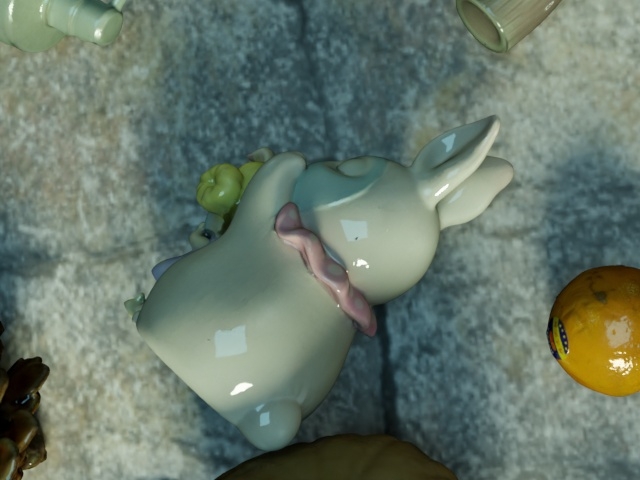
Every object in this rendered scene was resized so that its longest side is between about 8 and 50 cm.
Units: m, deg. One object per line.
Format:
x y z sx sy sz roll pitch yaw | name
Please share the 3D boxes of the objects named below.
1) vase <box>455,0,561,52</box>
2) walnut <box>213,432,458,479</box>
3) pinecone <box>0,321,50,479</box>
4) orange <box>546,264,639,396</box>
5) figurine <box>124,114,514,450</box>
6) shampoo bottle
0.144 -0.177 0.494 0.101 0.053 0.053 -41 82 1 | vase
0.009 0.225 0.417 0.228 0.228 0.227 0 87 9 | walnut
-0.294 0.128 0.483 0.213 0.168 0.185 14 69 -9 | pinecone
0.183 0.055 0.460 0.084 0.083 0.083 0 87 9 | orange
0.000 0.000 0.472 0.235 0.127 0.155 -46 39 -10 | figurine
-0.262 -0.206 0.540 0.263 0.085 0.085 27 91 8 | shampoo bottle
